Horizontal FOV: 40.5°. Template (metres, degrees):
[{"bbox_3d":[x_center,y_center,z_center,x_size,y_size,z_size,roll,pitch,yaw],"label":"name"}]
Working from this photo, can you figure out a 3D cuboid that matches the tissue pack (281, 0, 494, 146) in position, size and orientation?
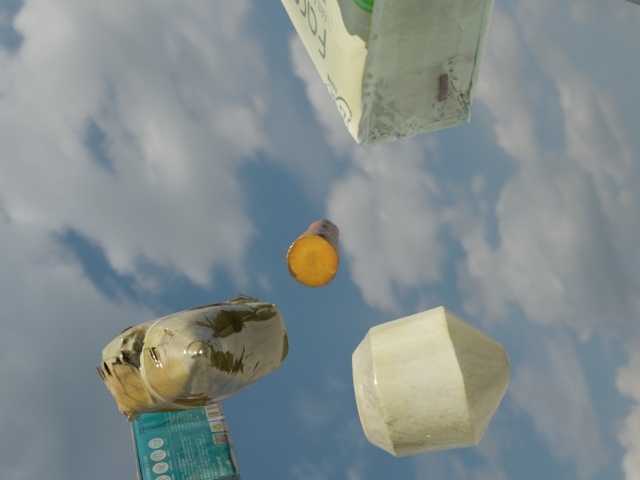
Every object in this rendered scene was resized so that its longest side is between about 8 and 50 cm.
[{"bbox_3d":[0.078,-0.393,1.271,0.331,0.205,0.404,91,162,-47],"label":"tissue pack"}]

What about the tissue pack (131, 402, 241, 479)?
[{"bbox_3d":[-0.165,0.271,1.054,0.169,0.120,0.082,-121,28,-58],"label":"tissue pack"}]

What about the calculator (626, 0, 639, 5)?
[{"bbox_3d":[0.187,-0.157,0.405,0.024,0.166,0.103,-135,46,-68],"label":"calculator"}]

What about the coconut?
[{"bbox_3d":[0.159,0.198,1.228,0.202,0.222,0.202,-13,-90,-81],"label":"coconut"}]

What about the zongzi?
[{"bbox_3d":[-0.090,0.100,0.822,0.195,0.197,0.099,-16,-96,-38],"label":"zongzi"}]

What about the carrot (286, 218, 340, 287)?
[{"bbox_3d":[0.000,0.000,1.012,0.224,0.057,0.057,-69,-45,-78],"label":"carrot"}]
